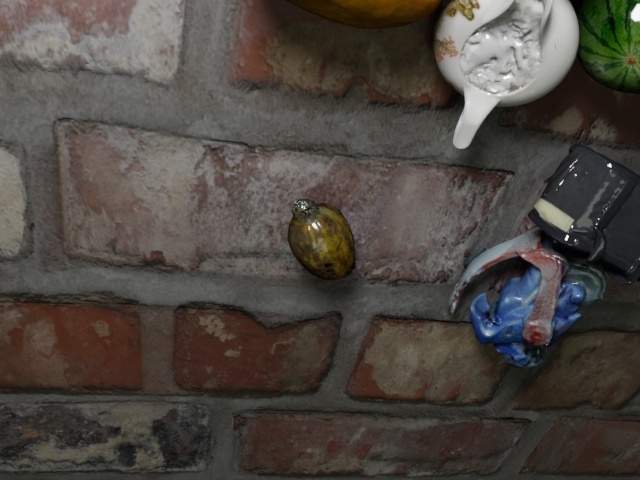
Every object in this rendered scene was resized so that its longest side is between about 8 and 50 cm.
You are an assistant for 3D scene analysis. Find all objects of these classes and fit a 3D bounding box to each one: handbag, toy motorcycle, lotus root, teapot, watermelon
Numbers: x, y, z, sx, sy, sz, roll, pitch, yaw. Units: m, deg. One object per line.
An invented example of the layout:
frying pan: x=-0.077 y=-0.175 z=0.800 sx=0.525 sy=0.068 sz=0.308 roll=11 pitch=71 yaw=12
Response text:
handbag: x=0.502 y=-0.044 z=1.225 sx=0.254 sy=0.181 sz=0.181 roll=22 pitch=106 yaw=-27
toy motorcycle: x=0.411 y=0.110 z=1.404 sx=0.182 sy=0.241 sz=0.319 roll=-22 pitch=148 yaw=-47
lotus root: x=0.000 y=0.000 z=1.250 sx=0.120 sy=0.120 sz=0.209 roll=-22 pitch=134 yaw=13
teapot: x=0.260 y=-0.271 z=0.993 sx=0.204 sy=0.139 sz=0.298 roll=15 pitch=141 yaw=4
watermelon: x=0.465 y=-0.311 z=0.986 sx=0.188 sy=0.215 sz=0.188 roll=21 pitch=139 yaw=19

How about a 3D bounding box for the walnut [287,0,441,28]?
walnut: x=0.048 y=-0.372 z=0.859 sx=0.336 sy=0.209 sz=0.209 roll=11 pitch=131 yaw=-27
